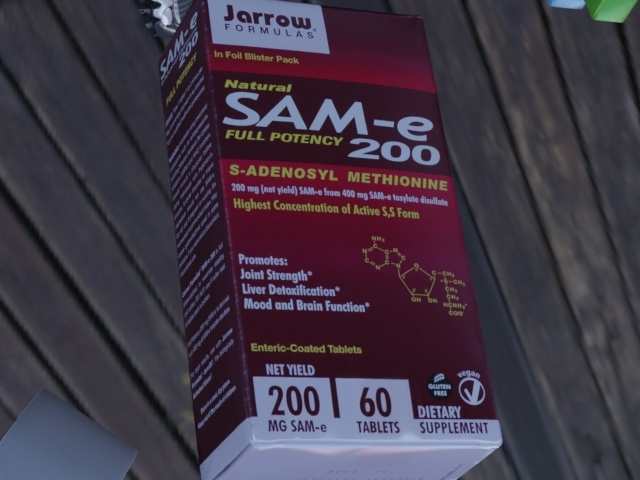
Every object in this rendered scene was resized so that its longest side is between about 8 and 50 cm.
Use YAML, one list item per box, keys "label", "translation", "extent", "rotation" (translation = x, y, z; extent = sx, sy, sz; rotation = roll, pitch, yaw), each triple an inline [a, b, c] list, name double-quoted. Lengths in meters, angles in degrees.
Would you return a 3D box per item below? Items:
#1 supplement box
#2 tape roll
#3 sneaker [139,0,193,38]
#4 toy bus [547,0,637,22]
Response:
- label: "supplement box"
  translation: [0.000, 0.000, 0.845]
  extent: [0.130, 0.239, 0.073]
  rotation: [3, 152, -24]
- label: "tape roll"
  translation: [-0.199, 0.197, 1.023]
  extent: [0.072, 0.219, 0.219]
  rotation: [34, 124, -2]
- label: "sneaker"
  translation: [-0.079, -0.235, 1.124]
  extent: [0.106, 0.078, 0.234]
  rotation: [-11, 131, -14]
- label: "toy bus"
  translation: [0.174, -0.263, 1.167]
  extent: [0.104, 0.191, 0.202]
  rotation: [1, 157, -23]
